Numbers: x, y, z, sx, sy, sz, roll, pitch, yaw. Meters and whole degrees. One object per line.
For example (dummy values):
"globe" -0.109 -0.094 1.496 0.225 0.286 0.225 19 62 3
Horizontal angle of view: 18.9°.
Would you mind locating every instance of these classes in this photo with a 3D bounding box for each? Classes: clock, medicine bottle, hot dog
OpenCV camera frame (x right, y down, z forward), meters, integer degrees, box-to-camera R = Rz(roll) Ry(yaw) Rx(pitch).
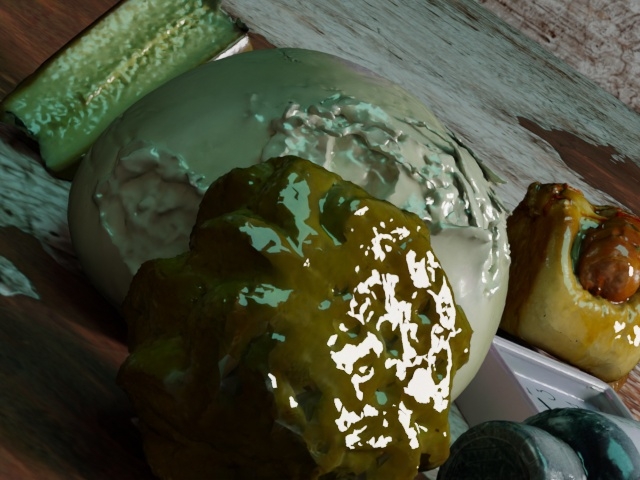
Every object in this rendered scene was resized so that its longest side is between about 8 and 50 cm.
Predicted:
"clock" 0.204 0.165 1.587 0.150 0.063 0.197 23 18 -24
"medicine bottle" 0.212 0.196 1.365 0.293 0.141 0.141 17 22 -43
"hot dog" 0.233 0.031 1.783 0.150 0.153 0.257 28 0 -11

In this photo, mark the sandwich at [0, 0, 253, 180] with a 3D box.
"sandwich" -0.172 -0.125 1.676 0.122 0.128 0.236 38 60 23

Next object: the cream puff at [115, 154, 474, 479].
"cream puff" -0.017 0.069 1.223 0.244 0.244 0.196 24 4 -24

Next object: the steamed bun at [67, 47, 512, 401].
"steamed bun" -0.011 -0.027 1.463 0.334 0.233 0.312 27 17 -19

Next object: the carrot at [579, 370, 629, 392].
"carrot" 0.256 0.137 1.797 0.047 0.047 0.191 34 17 10
